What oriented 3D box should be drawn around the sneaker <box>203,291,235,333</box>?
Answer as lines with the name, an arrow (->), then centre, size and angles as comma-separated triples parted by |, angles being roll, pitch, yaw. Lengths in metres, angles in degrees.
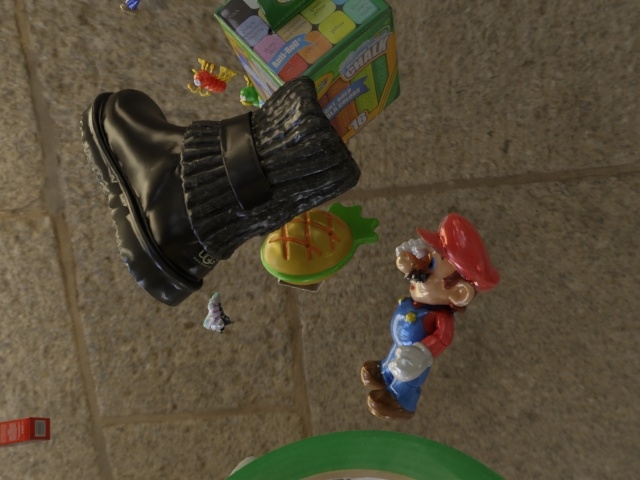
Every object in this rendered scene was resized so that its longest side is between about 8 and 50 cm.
sneaker -> -0.228, 0.171, 1.420 | 0.069, 0.038, 0.098 | 22, 117, 11

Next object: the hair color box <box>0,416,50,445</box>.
hair color box -> -0.578, 0.355, 1.119 | 0.141, 0.072, 0.043 | -10, 71, 5

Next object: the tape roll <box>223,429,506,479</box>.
tape roll -> 0.022, 0.283, 0.427 | 0.321, 0.321, 0.077 | -12, 120, 5

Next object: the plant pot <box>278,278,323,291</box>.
plant pot -> -0.041, 0.048, 1.504 | 0.109, 0.096, 0.109 | 15, 125, -26

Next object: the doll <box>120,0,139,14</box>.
doll -> -0.360, -0.559, 1.252 | 0.189, 0.046, 0.129 | -38, 68, 38

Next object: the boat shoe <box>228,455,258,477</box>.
boat shoe -> -0.094, 0.368, 0.578 | 0.091, 0.109, 0.305 | 17, 71, 20

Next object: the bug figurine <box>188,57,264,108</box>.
bug figurine -> -0.132, -0.302, 1.291 | 0.279, 0.216, 0.072 | 26, 103, 32

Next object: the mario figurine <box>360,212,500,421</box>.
mario figurine -> 0.134, 0.102, 0.933 | 0.170, 0.198, 0.321 | 8, 111, -45

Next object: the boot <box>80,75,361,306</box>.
boot -> -0.121, -0.116, 0.710 | 0.260, 0.131, 0.348 | -37, 55, 9

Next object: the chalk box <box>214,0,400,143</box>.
chalk box -> -0.012, -0.278, 0.871 | 0.180, 0.289, 0.179 | -41, 71, -2

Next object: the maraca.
maraca -> 0.000, 0.000, 0.901 | 0.185, 0.127, 0.099 | -28, 141, -23
